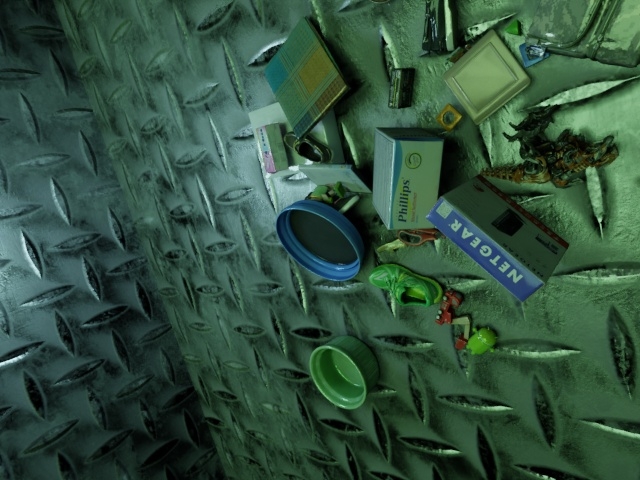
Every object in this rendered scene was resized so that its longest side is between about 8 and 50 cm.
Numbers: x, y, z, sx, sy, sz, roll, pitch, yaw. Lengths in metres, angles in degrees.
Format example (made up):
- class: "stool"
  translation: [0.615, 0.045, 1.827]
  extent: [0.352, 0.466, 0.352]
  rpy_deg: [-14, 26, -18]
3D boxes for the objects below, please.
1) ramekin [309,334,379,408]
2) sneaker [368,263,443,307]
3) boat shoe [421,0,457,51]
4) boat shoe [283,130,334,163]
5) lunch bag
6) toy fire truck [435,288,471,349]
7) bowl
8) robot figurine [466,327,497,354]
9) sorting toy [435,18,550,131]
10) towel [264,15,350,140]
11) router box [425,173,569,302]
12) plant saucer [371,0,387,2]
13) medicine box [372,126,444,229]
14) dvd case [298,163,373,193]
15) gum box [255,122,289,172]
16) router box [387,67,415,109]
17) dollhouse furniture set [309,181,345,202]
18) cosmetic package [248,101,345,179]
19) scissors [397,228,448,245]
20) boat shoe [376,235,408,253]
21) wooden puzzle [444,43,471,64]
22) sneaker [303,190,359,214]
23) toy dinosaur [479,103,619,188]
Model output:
- class: "ramekin"
  translation: [0.113, 0.574, 1.870]
  extent: [0.303, 0.148, 0.304]
  rpy_deg: [16, 118, 34]
- class: "sneaker"
  translation: [0.300, 0.167, 1.558]
  extent: [0.295, 0.123, 0.110]
  rpy_deg: [15, 117, 36]
- class: "boat shoe"
  translation: [0.315, -0.708, 1.180]
  extent: [0.112, 0.127, 0.341]
  rpy_deg: [0, 118, 28]
- class: "boat shoe"
  translation: [-0.057, -0.348, 1.554]
  extent: [0.227, 0.068, 0.081]
  rpy_deg: [29, 125, 27]
- class: "lunch bag"
  translation: [0.628, -0.548, 0.922]
  extent: [0.255, 0.212, 0.306]
  rpy_deg: [29, 126, 28]
- class: "toy fire truck"
  translation: [0.485, 0.280, 1.502]
  extent: [0.135, 0.047, 0.192]
  rpy_deg: [28, 123, 28]
- class: "bowl"
  translation: [0.000, 0.000, 1.683]
  extent: [0.390, 0.077, 0.391]
  rpy_deg: [24, 145, 18]
- class: "robot figurine"
  translation: [0.559, 0.348, 1.454]
  extent: [0.101, 0.067, 0.115]
  rpy_deg: [53, 133, 26]
- class: "sorting toy"
  translation: [0.473, -0.461, 1.204]
  extent: [0.347, 0.047, 0.196]
  rpy_deg: [-39, 76, 41]
- class: "towel"
  translation: [-0.060, -0.580, 1.509]
  extent: [0.271, 0.040, 0.371]
  rpy_deg: [-41, 63, 31]
- class: "router box"
  translation: [0.505, -0.024, 1.185]
  extent: [0.335, 0.301, 0.082]
  rpy_deg: [44, 131, 17]
- class: "plant saucer"
  translation: [0.198, -0.826, 1.294]
  extent: [0.168, 0.029, 0.169]
  rpy_deg: [17, 117, 35]
- class: "medicine box"
  translation: [0.259, -0.204, 1.313]
  extent: [0.148, 0.289, 0.264]
  rpy_deg: [-2, 112, -4]
- class: "dvd case"
  translation: [0.061, -0.231, 1.578]
  extent: [0.252, 0.180, 0.022]
  rpy_deg: [8, 72, 38]
- class: "gum box"
  translation: [-0.187, -0.355, 1.642]
  extent: [0.107, 0.062, 0.189]
  rpy_deg: [15, 120, 62]
- class: "router box"
  translation: [0.258, -0.485, 1.342]
  extent: [0.038, 0.092, 0.123]
  rpy_deg: [19, 119, 33]
- class: "dollhouse furniture set"
  translation: [0.017, -0.191, 1.611]
  extent: [0.151, 0.076, 0.059]
  rpy_deg: [7, 150, 35]
- class: "cosmetic package"
  translation: [-0.101, -0.412, 1.675]
  extent: [0.376, 0.097, 0.285]
  rpy_deg: [-2, 104, 40]
- class: "scissors"
  translation: [0.408, -0.008, 1.449]
  extent: [0.296, 0.021, 0.109]
  rpy_deg: [20, 95, 30]
- class: "boat shoe"
  translation: [0.270, 0.026, 1.576]
  extent: [0.135, 0.050, 0.045]
  rpy_deg: [-26, 85, 43]
- class: "wooden puzzle"
  translation: [0.399, -0.542, 1.228]
  extent: [0.083, 0.049, 0.006]
  rpy_deg: [-37, 69, 43]
- class: "sneaker"
  translation: [0.022, -0.147, 1.673]
  extent: [0.295, 0.104, 0.147]
  rpy_deg: [-29, 93, 48]
- class: "toy dinosaur"
  translation: [0.599, -0.225, 1.135]
  extent: [0.321, 0.164, 0.219]
  rpy_deg: [-21, 111, 22]
